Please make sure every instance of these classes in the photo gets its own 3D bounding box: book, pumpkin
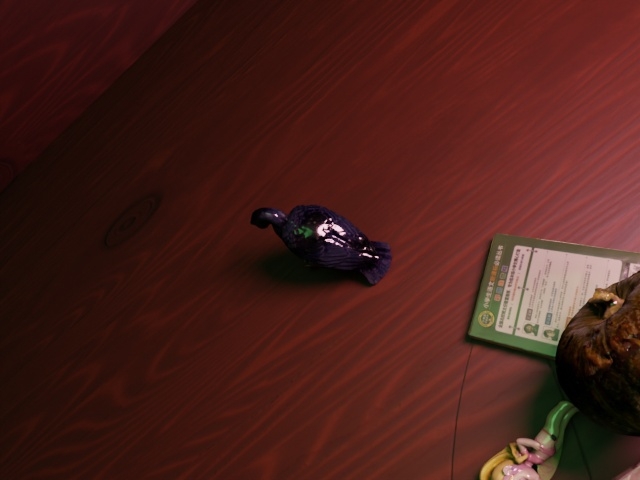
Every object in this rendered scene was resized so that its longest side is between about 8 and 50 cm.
[{"bbox_3d":[0.401,0.098,0.791,0.263,0.027,0.202,10,73,34],"label":"book"},{"bbox_3d":[0.405,0.132,0.603,0.159,0.238,0.238,43,92,20],"label":"pumpkin"}]

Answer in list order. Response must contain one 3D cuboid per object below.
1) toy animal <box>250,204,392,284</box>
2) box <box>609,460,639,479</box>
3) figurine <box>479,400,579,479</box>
[{"bbox_3d":[0.000,0.000,0.991,0.298,0.185,0.122,22,73,18],"label":"toy animal"},{"bbox_3d":[0.409,0.386,0.536,0.297,0.190,0.225,-40,50,7],"label":"box"},{"bbox_3d":[0.313,0.314,0.710,0.083,0.083,0.188,36,93,39],"label":"figurine"}]
